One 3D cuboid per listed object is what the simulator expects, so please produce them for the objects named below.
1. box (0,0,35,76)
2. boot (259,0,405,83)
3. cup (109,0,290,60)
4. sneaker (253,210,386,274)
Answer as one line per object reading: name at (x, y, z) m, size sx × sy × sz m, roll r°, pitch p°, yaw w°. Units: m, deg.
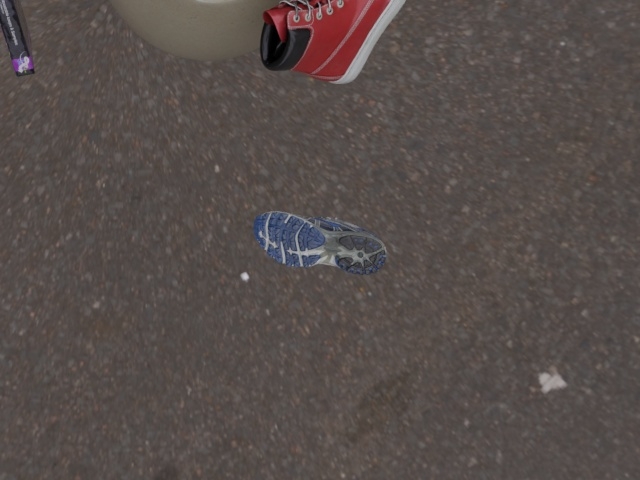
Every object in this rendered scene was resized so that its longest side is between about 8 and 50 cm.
box at (-0.418, -0.316, 1.216) m, size 0.029 × 0.116 × 0.162 m, roll -13°, pitch 128°, yaw -11°
boot at (0.019, -0.321, 1.175) m, size 0.176 × 0.088 × 0.244 m, roll 0°, pitch 125°, yaw -49°
cup at (-0.156, -0.415, 1.284) m, size 0.331 × 0.237 × 0.330 m, roll -2°, pitch 104°, yaw -9°
sneaker at (0.000, 0.000, 0.910) m, size 0.135 × 0.058 × 0.052 m, roll 16°, pitch 108°, yaw 4°
